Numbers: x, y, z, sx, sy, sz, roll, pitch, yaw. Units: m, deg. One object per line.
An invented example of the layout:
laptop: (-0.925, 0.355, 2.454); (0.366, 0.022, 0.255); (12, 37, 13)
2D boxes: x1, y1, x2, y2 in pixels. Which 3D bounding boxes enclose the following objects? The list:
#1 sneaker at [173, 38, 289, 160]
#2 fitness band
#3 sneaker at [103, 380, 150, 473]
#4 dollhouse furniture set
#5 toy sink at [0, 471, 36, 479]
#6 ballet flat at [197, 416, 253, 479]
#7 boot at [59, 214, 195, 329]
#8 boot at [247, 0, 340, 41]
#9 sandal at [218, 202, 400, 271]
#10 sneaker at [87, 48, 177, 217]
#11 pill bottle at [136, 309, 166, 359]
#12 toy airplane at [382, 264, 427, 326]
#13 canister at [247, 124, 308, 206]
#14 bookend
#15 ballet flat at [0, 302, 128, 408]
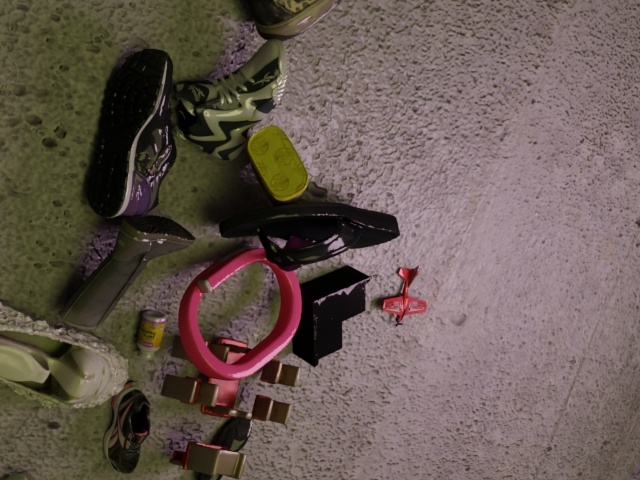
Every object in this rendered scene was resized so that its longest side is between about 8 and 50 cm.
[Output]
sneaker: (-0.163, -0.250, 1.708); (0.153, 0.094, 0.235); (13, 126, -43)
fitness band: (-0.141, 0.132, 1.877); (0.291, 0.054, 0.209); (-36, 109, -45)
sneaker: (-0.347, 0.352, 1.854); (0.072, 0.077, 0.178); (-12, 117, -37)
dollhouse furniture set: (-0.196, 0.316, 1.953); (0.262, 0.135, 0.259); (23, 77, -45)
toy sink: (-0.520, 0.486, 1.709); (0.131, 0.153, 0.234); (-14, 117, -37)
ballet flat: (-0.196, 0.422, 2.055); (0.057, 0.049, 0.173); (36, 78, -9)
boot: (-0.324, 0.057, 1.720); (0.190, 0.076, 0.208); (7, 117, -56)
boot: (-0.015, -0.550, 1.698); (0.377, 0.138, 0.284); (-42, 132, -9)
sandal: (0.003, -0.001, 1.911); (0.446, 0.167, 0.107); (4, 71, -48)
sneaker: (-0.288, -0.175, 1.666); (0.124, 0.107, 0.283); (-2, 116, -57)
pill bottle: (-0.306, 0.171, 1.830); (0.043, 0.043, 0.083); (1, 108, -42)
toy airplane: (0.187, 0.121, 2.261); (0.151, 0.028, 0.151); (-20, 122, -36)
canister: (-0.076, -0.123, 1.791); (0.073, 0.170, 0.126); (-30, 86, -6)
bookend: (0.023, 0.154, 2.097); (0.157, 0.072, 0.156); (-22, 123, -34)
ballet flat: (-0.456, 0.206, 1.652); (0.409, 0.147, 0.147); (30, 88, -46)
